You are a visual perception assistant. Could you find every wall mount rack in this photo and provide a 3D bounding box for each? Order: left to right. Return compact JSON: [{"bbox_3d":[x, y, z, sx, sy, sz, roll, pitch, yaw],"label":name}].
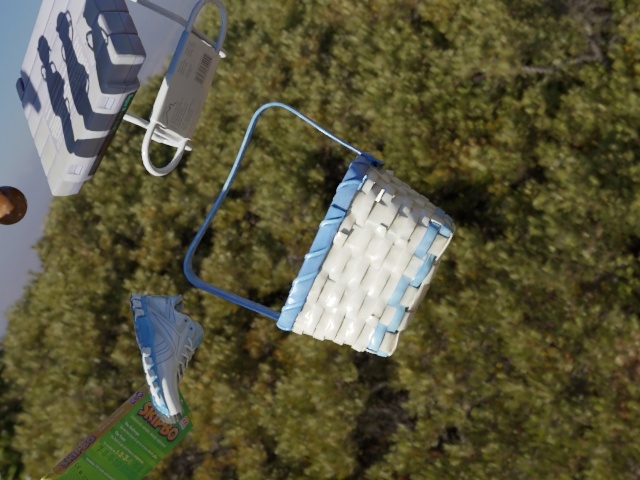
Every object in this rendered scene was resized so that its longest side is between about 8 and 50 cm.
[{"bbox_3d":[-0.313,-0.310,1.507,0.130,0.304,0.350,18,87,28],"label":"wall mount rack"}]

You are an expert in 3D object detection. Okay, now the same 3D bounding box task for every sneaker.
[{"bbox_3d":[-0.179,0.133,1.004,0.071,0.083,0.191,98,157,-47],"label":"sneaker"}]

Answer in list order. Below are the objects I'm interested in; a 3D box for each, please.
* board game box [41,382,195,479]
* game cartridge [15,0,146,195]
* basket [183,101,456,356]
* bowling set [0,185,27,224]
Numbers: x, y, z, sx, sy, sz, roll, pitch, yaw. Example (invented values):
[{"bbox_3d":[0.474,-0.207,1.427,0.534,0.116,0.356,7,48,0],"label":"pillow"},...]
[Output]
[{"bbox_3d":[-0.317,0.339,1.334,0.039,0.124,0.259,13,43,42],"label":"board game box"},{"bbox_3d":[-0.361,-0.245,1.217,0.355,0.068,0.230,-44,68,48],"label":"game cartridge"},{"bbox_3d":[0.000,0.000,1.024,0.255,0.289,0.201,-62,1,11],"label":"basket"},{"bbox_3d":[-0.487,-0.099,1.073,0.287,0.200,0.154,-11,79,29],"label":"bowling set"}]
